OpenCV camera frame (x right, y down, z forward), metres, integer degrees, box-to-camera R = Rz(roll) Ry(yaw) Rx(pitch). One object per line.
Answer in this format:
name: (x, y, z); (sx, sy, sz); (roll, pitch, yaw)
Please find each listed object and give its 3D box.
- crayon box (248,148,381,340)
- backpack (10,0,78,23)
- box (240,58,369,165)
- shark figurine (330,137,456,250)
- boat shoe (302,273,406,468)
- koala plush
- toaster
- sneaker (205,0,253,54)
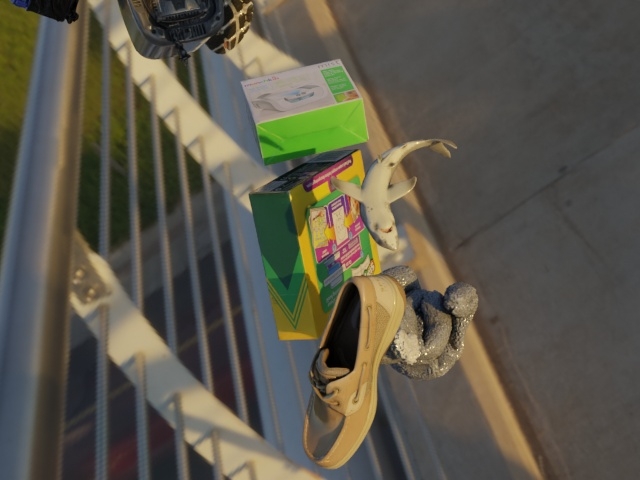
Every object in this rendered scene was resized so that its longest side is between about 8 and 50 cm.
crayon box: (0.000, 0.000, 2.051); (0.106, 0.313, 0.363); (-2, 17, 27)
backpack: (-0.438, -0.474, 1.596); (0.173, 0.116, 0.158); (-49, 37, 46)
box: (-0.041, -0.313, 2.331); (0.261, 0.127, 0.231); (-14, 38, -5)
shark figurine: (0.124, -0.103, 1.760); (0.166, 0.116, 0.278); (26, 60, 13)
boat shoe: (0.028, 0.211, 1.550); (0.121, 0.110, 0.341); (25, 104, 40)
koala plush: (0.142, 0.164, 1.710); (0.196, 0.221, 0.203); (15, 101, 34)
toaster: (-0.212, -0.341, 1.320); (0.129, 0.227, 0.146); (-17, 3, -16)
sneaker: (-0.199, -0.427, 1.560); (0.107, 0.279, 0.118); (-38, 51, -10)
